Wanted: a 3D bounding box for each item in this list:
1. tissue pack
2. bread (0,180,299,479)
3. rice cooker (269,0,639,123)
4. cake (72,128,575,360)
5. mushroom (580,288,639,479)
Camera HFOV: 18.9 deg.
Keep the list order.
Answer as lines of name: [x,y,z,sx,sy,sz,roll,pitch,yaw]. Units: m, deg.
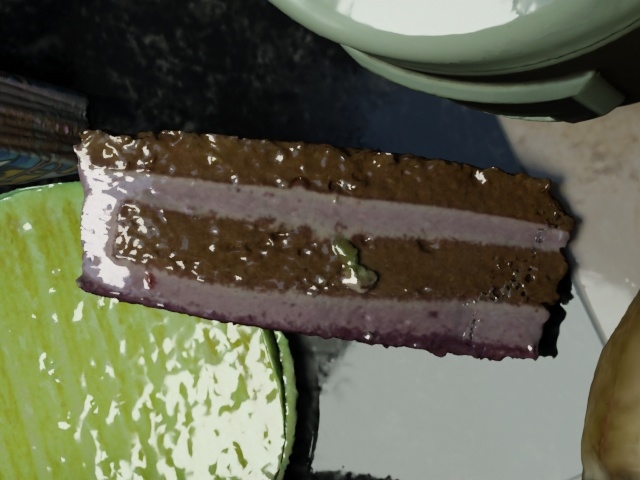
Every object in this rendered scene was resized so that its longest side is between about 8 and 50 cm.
tissue pack: [-0.227,-0.069,1.212,0.115,0.155,0.065,-6,87,20]
bread: [-0.154,0.104,1.237,0.301,0.045,0.301,0,89,19]
rice cooker: [0.108,-0.227,0.995,0.335,0.325,0.335,-1,87,21]
cake: [0.000,0.000,1.147,0.295,0.113,0.116,8,89,0]
mushroom: [0.329,-0.015,0.988,0.313,0.224,0.397,10,85,35]
